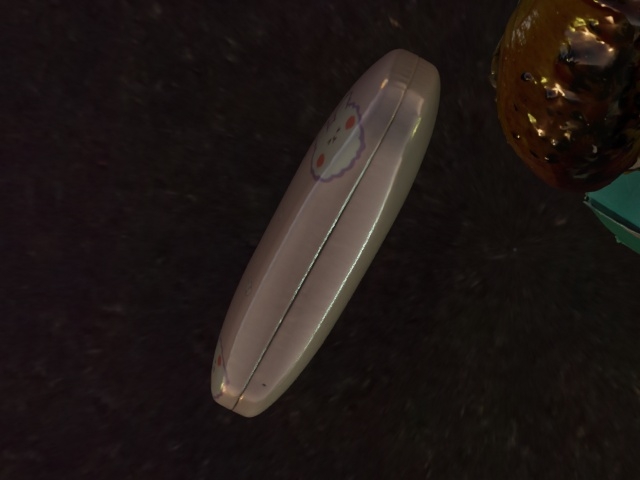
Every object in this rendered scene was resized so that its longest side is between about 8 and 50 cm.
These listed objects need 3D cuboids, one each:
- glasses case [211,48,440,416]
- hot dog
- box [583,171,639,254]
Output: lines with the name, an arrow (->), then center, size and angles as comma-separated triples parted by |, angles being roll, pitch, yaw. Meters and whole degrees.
glasses case -> 0.000, 0.000, 0.998 | 0.075, 0.113, 0.297 | 28, 120, -3
hot dog -> 0.171, -0.101, 0.625 | 0.163, 0.270, 0.082 | 6, 61, -8
box -> 0.462, -0.120, 1.685 | 0.118, 0.205, 0.311 | 37, 92, 29
